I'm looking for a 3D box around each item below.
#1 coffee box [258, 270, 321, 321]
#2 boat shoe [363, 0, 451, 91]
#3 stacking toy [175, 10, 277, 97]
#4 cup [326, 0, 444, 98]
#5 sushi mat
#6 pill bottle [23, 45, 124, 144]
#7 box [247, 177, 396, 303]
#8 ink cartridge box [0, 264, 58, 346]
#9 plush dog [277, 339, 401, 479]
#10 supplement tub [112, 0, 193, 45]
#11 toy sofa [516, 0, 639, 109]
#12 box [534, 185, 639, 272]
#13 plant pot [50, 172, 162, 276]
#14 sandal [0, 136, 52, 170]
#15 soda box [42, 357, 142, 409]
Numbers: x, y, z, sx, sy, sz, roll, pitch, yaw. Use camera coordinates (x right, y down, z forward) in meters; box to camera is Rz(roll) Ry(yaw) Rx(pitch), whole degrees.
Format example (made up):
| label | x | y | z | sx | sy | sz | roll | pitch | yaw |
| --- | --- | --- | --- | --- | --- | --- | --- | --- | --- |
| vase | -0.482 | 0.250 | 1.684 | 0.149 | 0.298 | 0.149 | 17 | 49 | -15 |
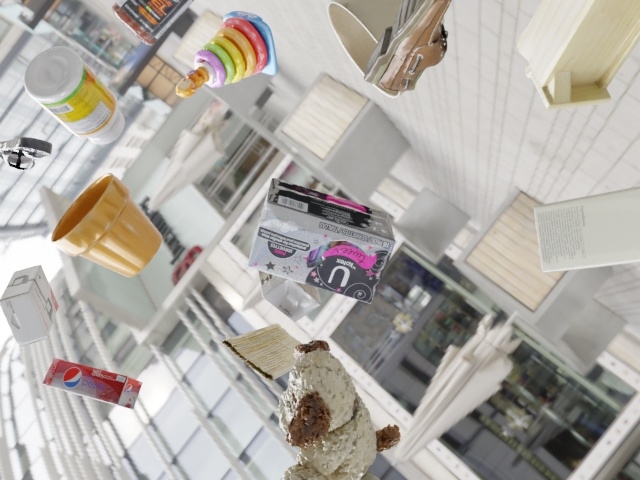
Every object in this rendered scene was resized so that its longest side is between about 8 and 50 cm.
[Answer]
| label | x | y | z | sx | sy | sz | roll | pitch | yaw |
| --- | --- | --- | --- | --- | --- | --- | --- | --- | --- |
| coffee box | -0.095 | 0.085 | 1.931 | 0.141 | 0.098 | 0.246 | 43 | -161 | -35 |
| boat shoe | 0.180 | -0.370 | 1.250 | 0.104 | 0.110 | 0.307 | 20 | 161 | -10 |
| stacking toy | -0.269 | -0.463 | 1.832 | 0.175 | 0.302 | 0.165 | 25 | 143 | 31 |
| cup | 0.210 | -0.610 | 1.992 | 0.331 | 0.237 | 0.331 | 51 | 178 | 3 |
| sushi mat | -0.117 | 0.267 | 1.714 | 0.151 | 0.019 | 0.316 | 36 | -169 | 14 |
| pill bottle | -0.552 | -0.321 | 1.606 | 0.136 | 0.136 | 0.245 | 39 | 172 | 22 |
| box | 0.000 | 0.000 | 1.339 | 0.247 | 0.142 | 0.163 | 16 | -159 | -6 |
| ink cartridge box | -0.594 | 0.131 | 1.430 | 0.150 | 0.063 | 0.109 | -122 | 17 | -66 |
| plush dog | 0.013 | 0.290 | 1.170 | 0.262 | 0.211 | 0.225 | -96 | -11 | -58 |
| supplement tub | -0.304 | -0.485 | 1.359 | 0.106 | 0.198 | 0.106 | 44 | -174 | -5 |
| toy sofa | 0.517 | -0.423 | 1.285 | 0.362 | 0.150 | 0.177 | 105 | 152 | -59 |
| box | 0.463 | -0.021 | 1.025 | 0.275 | 0.113 | 0.094 | -9 | 174 | 44 |
| plant pot | -0.479 | -0.019 | 1.616 | 0.188 | 0.205 | 0.205 | 43 | 179 | -28 |
| sandal | -0.696 | -0.196 | 1.618 | 0.097 | 0.054 | 0.254 | 11 | 174 | -33 |
| soda box | -0.645 | 0.405 | 1.980 | 0.263 | 0.083 | 0.092 | 10 | 161 | 20 |
